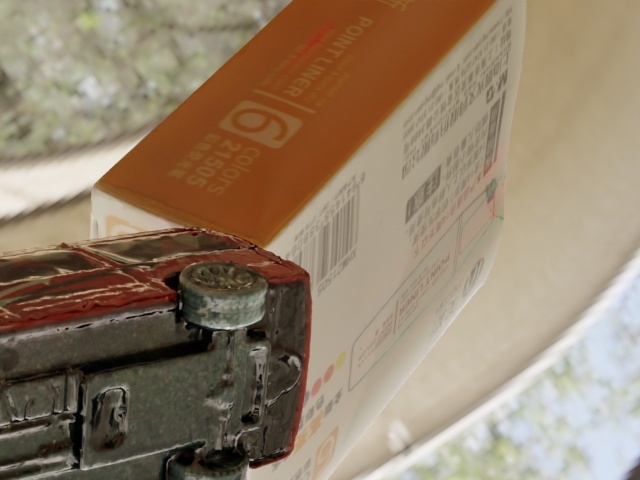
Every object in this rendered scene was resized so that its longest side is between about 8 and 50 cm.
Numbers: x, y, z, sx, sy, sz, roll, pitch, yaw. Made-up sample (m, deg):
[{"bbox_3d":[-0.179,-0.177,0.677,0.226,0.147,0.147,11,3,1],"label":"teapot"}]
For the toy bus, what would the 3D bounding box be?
[{"bbox_3d":[-0.099,0.046,0.657,0.195,0.081,0.089,-10,-154,-36],"label":"toy bus"}]

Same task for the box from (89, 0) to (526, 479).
[{"bbox_3d":[0.000,0.000,0.955,0.091,0.221,0.274,23,-139,21],"label":"box"}]
